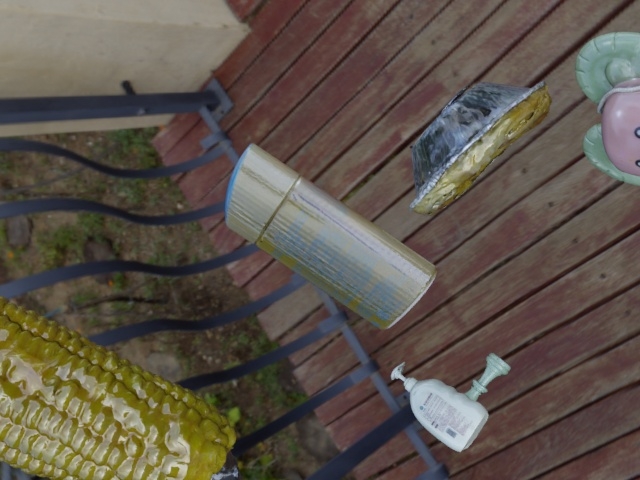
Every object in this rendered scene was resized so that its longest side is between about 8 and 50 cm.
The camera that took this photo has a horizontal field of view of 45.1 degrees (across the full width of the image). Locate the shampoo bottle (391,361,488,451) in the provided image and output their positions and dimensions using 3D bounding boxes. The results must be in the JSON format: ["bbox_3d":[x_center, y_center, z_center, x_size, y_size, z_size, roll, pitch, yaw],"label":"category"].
[{"bbox_3d":[0.163,0.235,1.120,0.152,0.045,0.077,33,99,26],"label":"shampoo bottle"}]

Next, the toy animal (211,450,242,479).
[{"bbox_3d":[-0.186,0.384,1.287,0.343,0.106,0.168,97,156,-57],"label":"toy animal"}]

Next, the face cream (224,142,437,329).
[{"bbox_3d":[0.000,0.000,0.995,0.285,0.067,0.139,34,134,-4],"label":"face cream"}]

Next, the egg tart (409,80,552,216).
[{"bbox_3d":[0.186,-0.127,0.972,0.094,0.234,0.234,48,122,4],"label":"egg tart"}]

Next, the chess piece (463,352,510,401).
[{"bbox_3d":[0.263,0.229,1.247,0.042,0.042,0.093,41,87,21],"label":"chess piece"}]

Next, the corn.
[{"bbox_3d":[-0.242,0.111,0.609,0.363,0.120,0.120,23,116,-6],"label":"corn"}]

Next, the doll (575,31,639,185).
[{"bbox_3d":[0.534,-0.197,1.185,0.268,0.216,0.284,17,142,37],"label":"doll"}]
